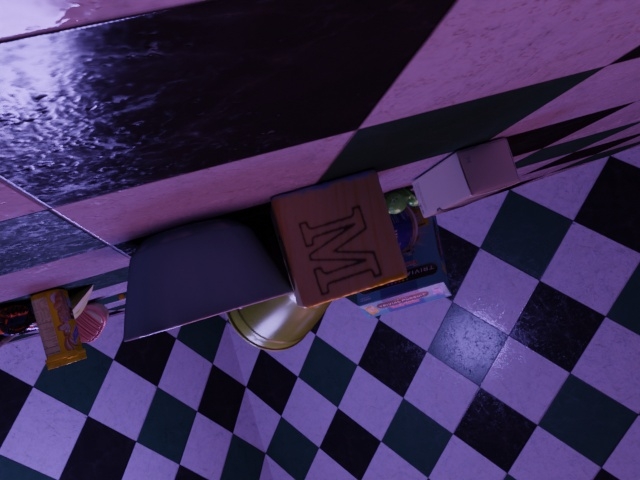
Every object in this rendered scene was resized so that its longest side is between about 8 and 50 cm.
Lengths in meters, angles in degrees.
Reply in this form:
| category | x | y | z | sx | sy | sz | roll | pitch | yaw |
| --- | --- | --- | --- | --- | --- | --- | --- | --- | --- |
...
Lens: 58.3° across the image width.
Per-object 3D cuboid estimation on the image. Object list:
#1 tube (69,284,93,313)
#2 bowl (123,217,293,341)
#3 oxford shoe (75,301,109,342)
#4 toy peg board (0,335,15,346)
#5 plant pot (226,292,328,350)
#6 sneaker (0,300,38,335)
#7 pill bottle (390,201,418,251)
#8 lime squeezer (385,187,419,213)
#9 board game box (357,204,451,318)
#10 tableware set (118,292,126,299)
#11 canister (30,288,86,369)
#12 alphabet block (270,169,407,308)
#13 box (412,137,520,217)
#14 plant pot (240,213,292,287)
| category | x | y | z | sx | sy | sz | roll | pitch | yaw |
| --- | --- | --- | --- | --- | --- | --- | --- | --- | --- |
| tube | -0.645 | 0.171 | 1.504 | 0.062 | 0.070 | 0.240 | -2 | 168 | -31 |
| bowl | -0.217 | 0.061 | 1.039 | 0.311 | 0.163 | 0.311 | -15 | 176 | -1 |
| oxford shoe | -0.834 | 0.276 | 2.016 | 0.397 | 0.140 | 0.147 | -27 | -158 | 41 |
| toy peg board | -1.006 | 0.289 | 1.667 | 0.161 | 0.079 | 0.161 | -17 | -168 | 1 |
| plant pot | -0.103 | 0.163 | 2.002 | 0.366 | 0.367 | 0.353 | -14 | 164 | -36 |
| sneaker | -0.706 | 0.179 | 1.371 | 0.087 | 0.083 | 0.221 | -4 | 175 | 18 |
| pill bottle | 0.127 | -0.018 | 1.551 | 0.264 | 0.153 | 0.153 | -14 | 175 | -40 |
| lime squeezer | 0.217 | -0.082 | 1.451 | 0.310 | 0.110 | 0.058 | -24 | -146 | -29 |
| board game box | 0.230 | 0.040 | 1.697 | 0.253 | 0.336 | 0.079 | -19 | 137 | 20 |
| tableware set | -0.657 | 0.187 | 2.035 | 0.103 | 0.024 | 0.154 | -15 | 178 | 18 |
| canister | -0.600 | 0.200 | 1.313 | 0.073 | 0.170 | 0.126 | -16 | 176 | -13 |
| alphabet block | 0.026 | 0.003 | 1.050 | 0.193 | 0.197 | 0.192 | -17 | 176 | -5 |
| box | 0.294 | -0.123 | 1.205 | 0.113 | 0.094 | 0.275 | -17 | 177 | -9 |
| plant pot | -0.125 | 0.046 | 1.245 | 0.188 | 0.167 | 0.187 | -20 | 176 | 28 |
